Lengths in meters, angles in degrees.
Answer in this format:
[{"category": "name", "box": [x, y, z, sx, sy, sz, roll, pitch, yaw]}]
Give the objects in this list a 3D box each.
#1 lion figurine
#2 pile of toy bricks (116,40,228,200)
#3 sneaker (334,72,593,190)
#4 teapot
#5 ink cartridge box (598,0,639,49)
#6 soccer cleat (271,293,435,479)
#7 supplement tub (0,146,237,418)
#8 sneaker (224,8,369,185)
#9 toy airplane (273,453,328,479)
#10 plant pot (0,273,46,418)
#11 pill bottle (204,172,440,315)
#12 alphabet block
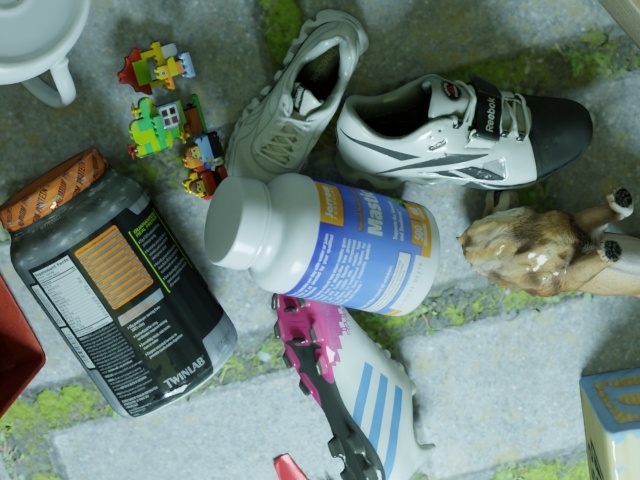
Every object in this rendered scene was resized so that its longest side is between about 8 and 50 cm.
[{"category": "lion figurine", "box": [0.389, 0.025, 1.733, 0.392, 0.240, 0.142, 18, 68, -17]}, {"category": "pile of toy bricks", "box": [-0.196, -0.138, 1.691, 0.105, 0.118, 0.212, -20, 105, -15]}, {"category": "sneaker", "box": [0.181, -0.143, 1.673, 0.330, 0.122, 0.146, -7, 150, 0]}, {"category": "teapot", "box": [-0.407, -0.300, 1.622, 0.252, 0.187, 0.256, 4, 90, -29]}, {"category": "ink cartridge box", "box": [0.389, -0.312, 1.617, 0.088, 0.193, 0.234, -42, 103, 8]}, {"category": "soccer cleat", "box": [0.046, 0.176, 1.810, 0.143, 0.116, 0.331, -24, 94, -33]}, {"category": "supplement tub", "box": [-0.262, 0.051, 1.714, 0.193, 0.193, 0.316, -30, 104, 7]}, {"category": "sneaker", "box": [-0.038, -0.154, 1.698, 0.110, 0.118, 0.292, 26, 106, -10]}, {"category": "toy airplane", "box": [-0.045, 0.379, 1.897, 0.151, 0.028, 0.151, 0, 104, 0]}, {"category": "plant pot", "box": [-0.552, 0.135, 1.714, 0.236, 0.267, 0.267, -22, 105, 18]}, {"category": "pill bottle", "box": [0.000, 0.000, 1.681, 0.272, 0.152, 0.152, 13, 107, -27]}, {"category": "alphabet block", "box": [0.462, 0.291, 1.794, 0.192, 0.193, 0.197, -9, 106, 4]}]
